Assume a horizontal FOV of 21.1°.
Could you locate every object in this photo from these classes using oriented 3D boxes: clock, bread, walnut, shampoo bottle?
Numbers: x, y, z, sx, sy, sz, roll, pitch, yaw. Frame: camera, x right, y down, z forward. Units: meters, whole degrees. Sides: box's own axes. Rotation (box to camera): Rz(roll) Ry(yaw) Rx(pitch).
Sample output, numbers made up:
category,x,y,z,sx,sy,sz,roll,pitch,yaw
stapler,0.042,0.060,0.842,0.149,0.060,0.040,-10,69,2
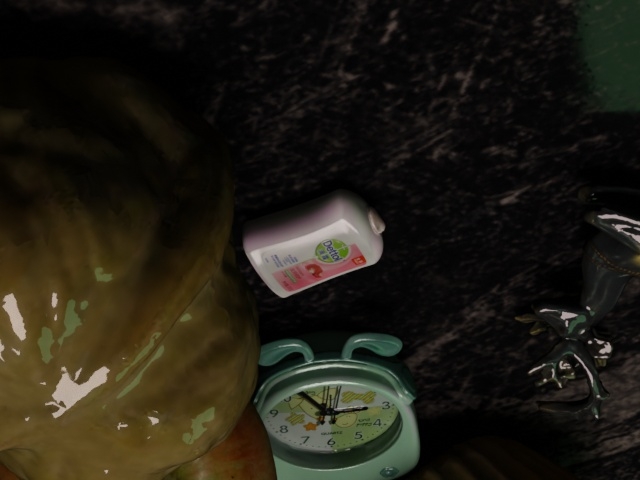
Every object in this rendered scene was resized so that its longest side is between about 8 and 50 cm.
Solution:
category,x,y,z,sx,sy,sz,roll,pitch,yaw
clock,0.009,0.133,1.416,0.148,0.060,0.188,-2,138,-2
bread,0.125,0.272,1.500,0.274,0.149,0.274,-23,159,-9
walnut,-0.174,0.020,1.118,0.253,0.277,0.282,-10,128,-2
shampoo bottle,0.000,0.000,1.277,0.099,0.043,0.072,-19,137,16

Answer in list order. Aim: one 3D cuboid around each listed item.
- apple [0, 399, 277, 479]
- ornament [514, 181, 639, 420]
category,x,y,z,sx,sy,sz,roll,pitch,yaw
apple,-0.169,0.202,1.341,0.264,0.264,0.264,-3,138,-2
ornament,0.258,0.056,1.344,0.202,0.080,0.236,10,134,-12
